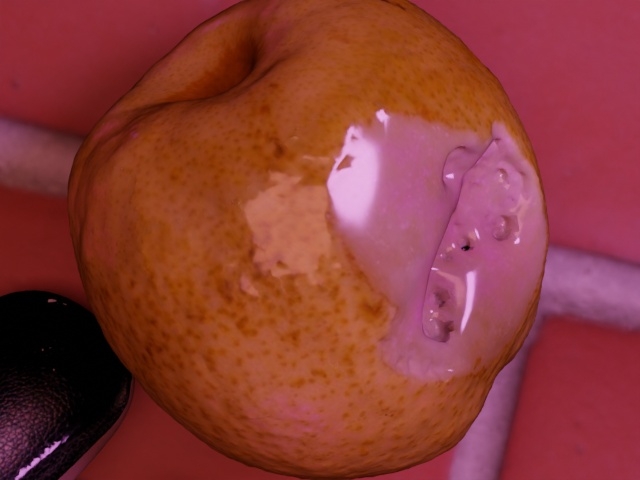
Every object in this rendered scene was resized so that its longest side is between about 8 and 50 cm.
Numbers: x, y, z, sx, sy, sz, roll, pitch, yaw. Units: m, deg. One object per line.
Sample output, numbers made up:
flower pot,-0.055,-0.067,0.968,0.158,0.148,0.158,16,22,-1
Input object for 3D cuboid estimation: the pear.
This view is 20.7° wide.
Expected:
pear,0.000,0.000,0.949,0.271,0.271,0.271,0,96,1

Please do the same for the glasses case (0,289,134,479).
glasses case,-0.239,0.152,1.001,0.122,0.075,0.314,36,69,26
